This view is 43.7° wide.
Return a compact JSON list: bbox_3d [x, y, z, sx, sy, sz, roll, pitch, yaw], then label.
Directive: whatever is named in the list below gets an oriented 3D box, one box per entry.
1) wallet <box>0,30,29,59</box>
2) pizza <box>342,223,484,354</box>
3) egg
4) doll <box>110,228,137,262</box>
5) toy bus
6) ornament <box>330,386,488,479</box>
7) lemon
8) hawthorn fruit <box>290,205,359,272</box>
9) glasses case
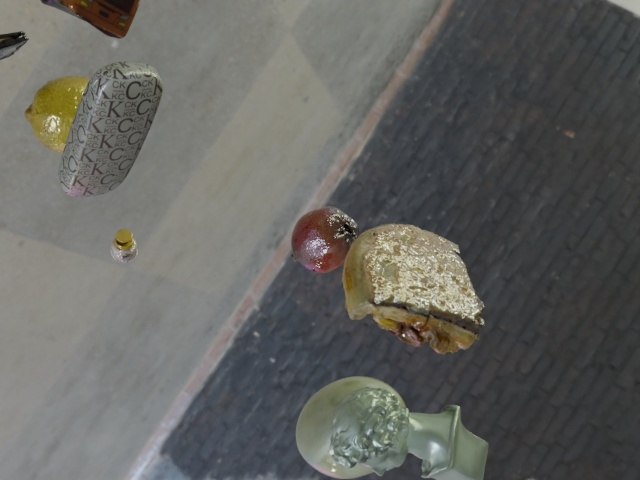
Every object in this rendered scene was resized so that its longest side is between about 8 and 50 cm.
[{"bbox_3d":[-0.817,-0.426,1.825,0.262,0.071,0.221,-22,-168,-26],"label":"wallet"},{"bbox_3d":[0.173,0.082,1.432,0.114,0.278,0.409,-49,173,32],"label":"pizza"},{"bbox_3d":[0.071,0.421,1.799,0.269,0.219,0.219,-29,179,29],"label":"egg"},{"bbox_3d":[-0.544,0.032,2.219,0.073,0.084,0.127,-9,144,-19],"label":"doll"},{"bbox_3d":[-0.355,-0.376,1.041,0.093,0.409,0.092,20,108,-48],"label":"toy bus"},{"bbox_3d":[0.148,0.311,1.264,0.120,0.285,0.130,-41,-140,50],"label":"ornament"},{"bbox_3d":[-0.596,-0.303,1.937,0.231,0.192,0.192,-4,133,-29],"label":"lemon"},{"bbox_3d":[0.000,0.000,2.022,0.188,0.169,0.169,-20,-175,32],"label":"hawthorn fruit"},{"bbox_3d":[-0.411,-0.207,1.548,0.137,0.085,0.355,-11,152,-40],"label":"glasses case"}]
